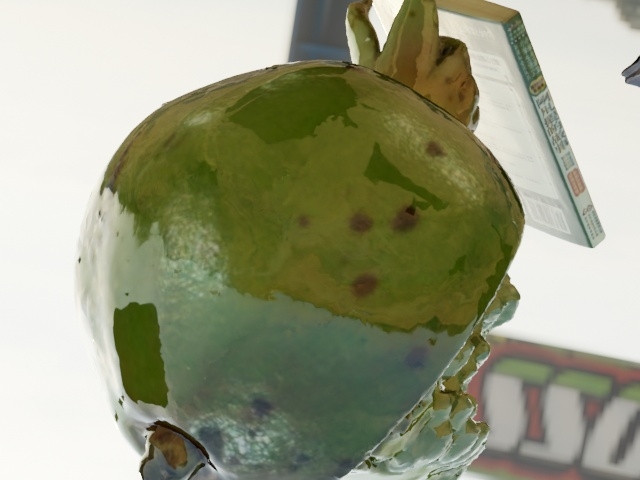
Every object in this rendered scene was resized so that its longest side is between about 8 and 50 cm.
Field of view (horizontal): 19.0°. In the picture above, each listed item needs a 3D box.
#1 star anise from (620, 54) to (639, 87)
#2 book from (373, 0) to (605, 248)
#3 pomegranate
[{"bbox_3d":[0.375,-0.157,1.657,0.229,0.236,0.093,-2,148,17],"label":"star anise"},{"bbox_3d":[0.154,-0.121,1.785,0.027,0.264,0.202,-40,-145,-19],"label":"book"},{"bbox_3d":[0.000,0.000,1.055,0.260,0.341,0.260,14,145,10],"label":"pomegranate"}]
